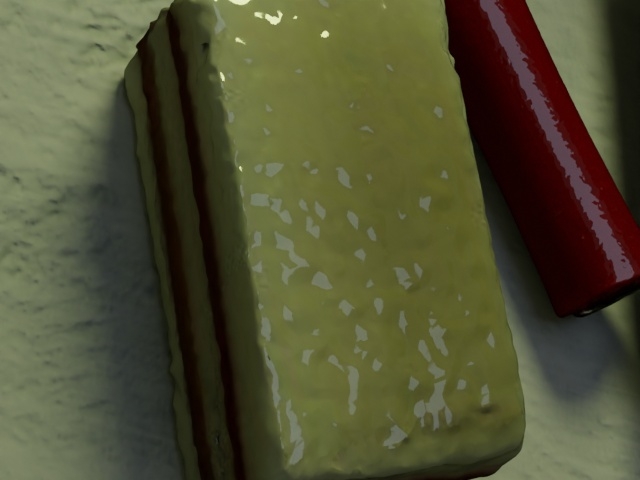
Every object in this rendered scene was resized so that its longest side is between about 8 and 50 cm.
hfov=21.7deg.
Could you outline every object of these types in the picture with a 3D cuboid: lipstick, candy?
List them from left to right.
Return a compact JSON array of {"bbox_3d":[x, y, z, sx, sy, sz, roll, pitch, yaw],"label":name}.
[{"bbox_3d":[0.000,0.000,0.989,0.179,0.135,0.321,0,69,-28],"label":"candy"},{"bbox_3d":[0.145,-0.066,1.133,0.080,0.080,0.241,-20,80,-34],"label":"lipstick"}]
